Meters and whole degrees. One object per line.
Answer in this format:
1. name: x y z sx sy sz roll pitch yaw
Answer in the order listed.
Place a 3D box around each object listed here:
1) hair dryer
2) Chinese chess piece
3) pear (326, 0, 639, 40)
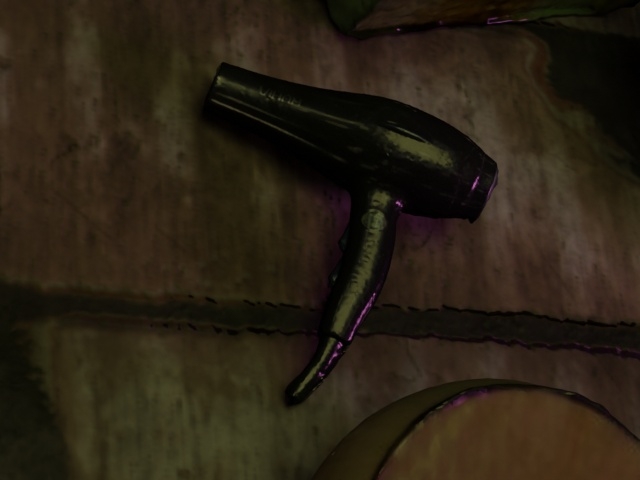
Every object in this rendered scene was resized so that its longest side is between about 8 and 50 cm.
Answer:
1. hair dryer: 0.000 0.000 1.168 0.196 0.075 0.219 20 65 -6
2. Chinese chess piece: 0.101 0.206 1.058 0.257 0.104 0.257 10 68 -26
3. pear: 0.102 -0.299 1.303 0.286 0.176 0.281 -9 67 -32
